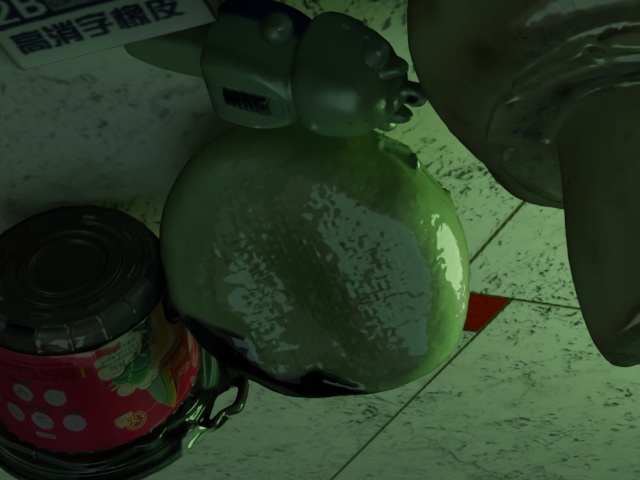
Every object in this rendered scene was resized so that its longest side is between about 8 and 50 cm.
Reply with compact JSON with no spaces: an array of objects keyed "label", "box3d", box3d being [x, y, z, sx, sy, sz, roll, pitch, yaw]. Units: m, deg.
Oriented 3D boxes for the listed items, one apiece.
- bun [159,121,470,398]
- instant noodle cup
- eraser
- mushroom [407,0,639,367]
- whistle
[{"label":"bun","box3d":[0.000,0.000,1.022,0.283,0.179,0.283,6,122,10]},{"label":"instant noodle cup","box3d":[-0.227,0.085,1.090,0.302,0.258,0.181,-4,134,0]},{"label":"eraser","box3d":[-0.189,-0.187,0.801,0.210,0.068,0.124,-11,149,14]},{"label":"mushroom","box3d":[0.211,-0.093,0.740,0.314,0.336,0.314,-6,156,-3]},{"label":"whistle","box3d":[-0.035,-0.134,0.855,0.244,0.092,0.110,14,153,18]}]
